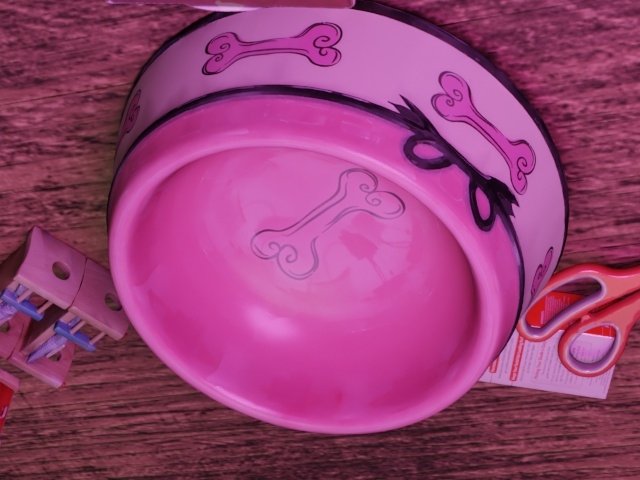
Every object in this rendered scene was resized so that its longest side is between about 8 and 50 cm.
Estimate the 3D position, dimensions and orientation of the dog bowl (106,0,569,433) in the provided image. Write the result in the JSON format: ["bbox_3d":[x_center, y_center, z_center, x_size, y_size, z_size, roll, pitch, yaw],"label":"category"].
[{"bbox_3d":[0.000,0.000,1.497,0.408,0.150,0.408,9,132,10],"label":"dog bowl"}]

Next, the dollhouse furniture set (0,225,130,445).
[{"bbox_3d":[-0.279,0.114,1.697,0.129,0.183,0.129,33,134,-23],"label":"dollhouse furniture set"}]

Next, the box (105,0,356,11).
[{"bbox_3d":[-0.075,-0.342,1.183,0.191,0.143,0.381,3,136,9],"label":"box"}]

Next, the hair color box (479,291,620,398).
[{"bbox_3d":[0.198,0.093,1.669,0.167,0.053,0.093,7,137,2],"label":"hair color box"}]

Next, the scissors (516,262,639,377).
[{"bbox_3d":[0.311,0.024,1.563,0.297,0.021,0.109,-36,104,24],"label":"scissors"}]
